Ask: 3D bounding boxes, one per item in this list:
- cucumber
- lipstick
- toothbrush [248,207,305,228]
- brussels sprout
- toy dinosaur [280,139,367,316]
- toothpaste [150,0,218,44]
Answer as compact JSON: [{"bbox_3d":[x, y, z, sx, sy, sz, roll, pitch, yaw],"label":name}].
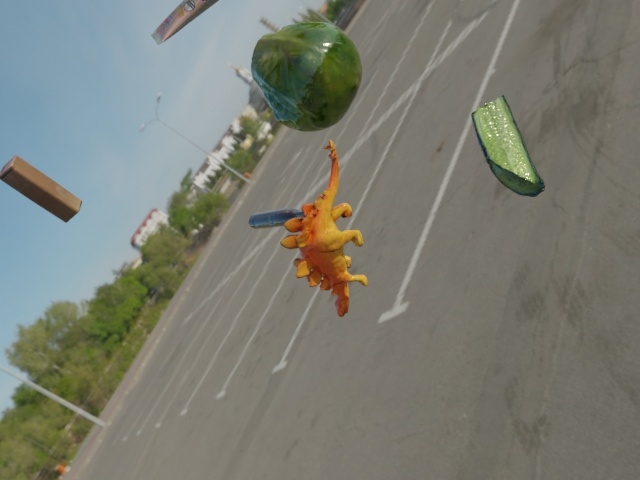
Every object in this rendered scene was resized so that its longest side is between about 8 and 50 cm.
[{"bbox_3d":[0.290,-0.149,0.930,0.046,0.070,0.220,91,173,-52],"label":"cucumber"},{"bbox_3d":[-0.528,-0.096,1.092,0.045,0.145,0.045,-36,37,15],"label":"lipstick"},{"bbox_3d":[-0.082,-0.050,1.262,0.041,0.041,0.364,-59,22,-15],"label":"toothbrush"},{"bbox_3d":[-0.020,-0.264,0.913,0.144,0.180,0.161,-37,-17,-47],"label":"brussels sprout"},{"bbox_3d":[0.000,0.000,0.861,0.117,0.288,0.070,-19,30,-17],"label":"toy dinosaur"},{"bbox_3d":[-0.205,-0.400,0.965,0.194,0.043,0.067,-41,42,2],"label":"toothpaste"}]
